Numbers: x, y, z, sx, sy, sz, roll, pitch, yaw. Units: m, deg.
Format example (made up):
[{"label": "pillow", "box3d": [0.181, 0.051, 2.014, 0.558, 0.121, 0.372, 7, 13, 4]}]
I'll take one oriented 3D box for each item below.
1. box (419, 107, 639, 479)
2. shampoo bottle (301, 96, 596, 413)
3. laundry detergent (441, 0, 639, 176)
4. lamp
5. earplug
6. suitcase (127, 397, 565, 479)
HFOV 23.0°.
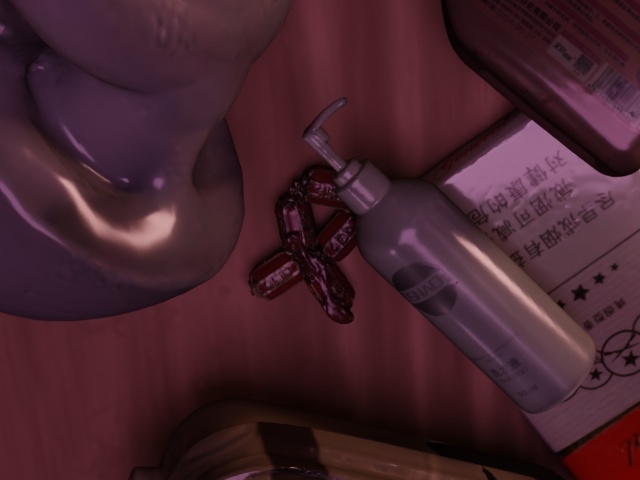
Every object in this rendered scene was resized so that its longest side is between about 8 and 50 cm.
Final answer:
[{"label": "box", "box3d": [0.154, 0.040, 0.880, 0.139, 0.035, 0.245, -37, 109, 9]}, {"label": "shampoo bottle", "box3d": [0.060, 0.009, 0.816, 0.195, 0.056, 0.056, 42, 102, -15]}, {"label": "laundry detergent", "box3d": [0.164, -0.167, 0.779, 0.171, 0.076, 0.237, 39, 92, 4]}, {"label": "lamp", "box3d": [0.000, 0.000, 0.857, 0.063, 0.031, 0.083, 15, 104, -10]}, {"label": "earplug", "box3d": [-0.110, -0.114, 0.729, 0.175, 0.214, 0.325, 21, 112, 26]}, {"label": "suitcase", "box3d": [0.027, 0.277, 0.879, 0.339, 0.194, 0.351, 14, 110, -16]}]
